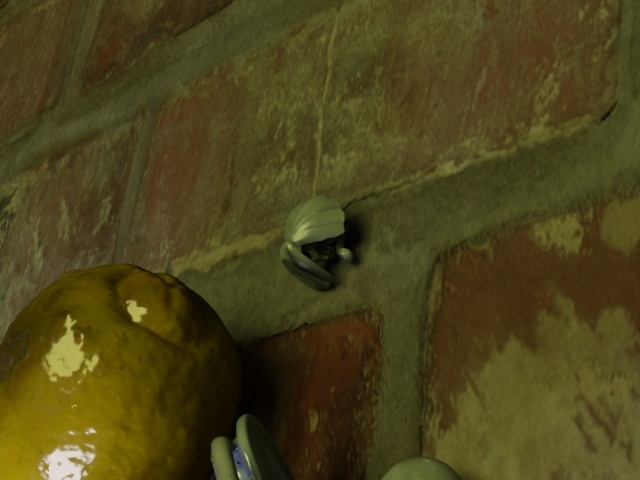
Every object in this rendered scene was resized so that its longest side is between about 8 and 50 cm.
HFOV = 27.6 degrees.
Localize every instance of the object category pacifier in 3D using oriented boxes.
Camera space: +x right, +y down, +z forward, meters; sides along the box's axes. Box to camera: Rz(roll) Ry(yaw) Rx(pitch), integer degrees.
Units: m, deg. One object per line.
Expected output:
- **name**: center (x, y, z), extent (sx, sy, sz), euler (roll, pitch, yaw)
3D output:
- **pacifier**: center (0.018, 0.249, 1.129), extent (0.226, 0.238, 0.287), euler (-24, 39, -1)

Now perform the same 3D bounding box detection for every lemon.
- **lemon**: center (-0.223, 0.180, 1.388), extent (0.285, 0.285, 0.316), euler (-125, 27, -51)

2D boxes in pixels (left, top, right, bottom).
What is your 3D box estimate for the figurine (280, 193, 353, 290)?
- **figurine**: center (0.000, 0.000, 1.413), extent (0.094, 0.082, 0.086), euler (24, 68, 44)
